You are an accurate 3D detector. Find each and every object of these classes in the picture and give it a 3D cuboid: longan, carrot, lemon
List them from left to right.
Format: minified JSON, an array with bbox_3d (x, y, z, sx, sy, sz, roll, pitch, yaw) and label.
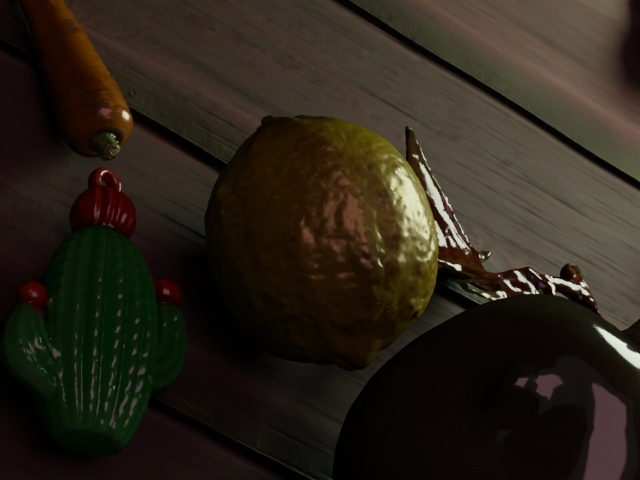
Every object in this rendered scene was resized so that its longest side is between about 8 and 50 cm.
[{"bbox_3d":[-0.226,-0.170,1.496,0.061,0.061,0.256,-11,63,-37],"label":"carrot"},{"bbox_3d":[0.000,0.000,1.456,0.192,0.192,0.231,-10,73,-37],"label":"lemon"},{"bbox_3d":[0.158,0.189,1.384,0.297,0.297,0.297,16,58,-26],"label":"longan"}]

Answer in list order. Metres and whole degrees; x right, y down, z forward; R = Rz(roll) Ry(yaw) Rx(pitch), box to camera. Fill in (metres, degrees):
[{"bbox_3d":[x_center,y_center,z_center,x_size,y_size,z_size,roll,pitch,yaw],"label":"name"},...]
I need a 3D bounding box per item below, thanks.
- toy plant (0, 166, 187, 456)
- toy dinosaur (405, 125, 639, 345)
[{"bbox_3d":[-0.168,0.061,1.384,0.154,0.088,0.240,47,37,-19],"label":"toy plant"},{"bbox_3d":[0.189,0.013,1.531,0.207,0.112,0.327,14,13,-16],"label":"toy dinosaur"}]
